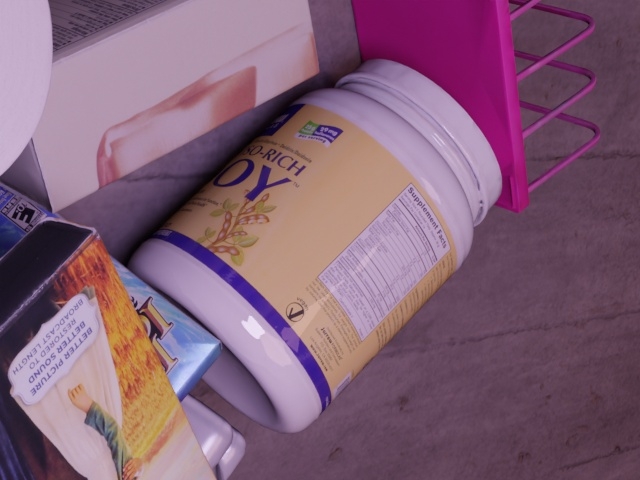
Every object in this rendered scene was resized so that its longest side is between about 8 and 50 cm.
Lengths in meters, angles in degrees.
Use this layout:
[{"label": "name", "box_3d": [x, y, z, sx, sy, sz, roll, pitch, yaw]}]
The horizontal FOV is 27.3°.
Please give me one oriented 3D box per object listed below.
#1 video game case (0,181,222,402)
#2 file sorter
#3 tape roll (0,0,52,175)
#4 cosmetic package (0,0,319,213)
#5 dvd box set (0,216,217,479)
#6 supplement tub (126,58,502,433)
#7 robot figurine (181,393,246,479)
[{"label": "video game case", "box_3d": [-0.262, 0.120, 1.134, 0.269, 0.244, 0.061, -52, 176, -13]}, {"label": "file sorter", "box_3d": [0.175, -0.219, 1.414, 0.182, 0.202, 0.290, -35, 130, -31]}, {"label": "tape roll", "box_3d": [-0.355, -0.173, 0.854, 0.392, 0.072, 0.392, 26, 50, -35]}, {"label": "cosmetic package", "box_3d": [-0.163, -0.157, 1.152, 0.296, 0.153, 0.129, -30, 126, -29]}, {"label": "dvd box set", "box_3d": [-0.204, 0.238, 0.989, 0.307, 0.062, 0.420, -50, 137, -35]}, {"label": "supplement tub", "box_3d": [0.000, 0.000, 1.315, 0.331, 0.241, 0.241, -45, 134, -19]}, {"label": "robot figurine", "box_3d": [-0.220, 0.302, 1.277, 0.353, 0.200, 0.300, -54, 161, -11]}]
